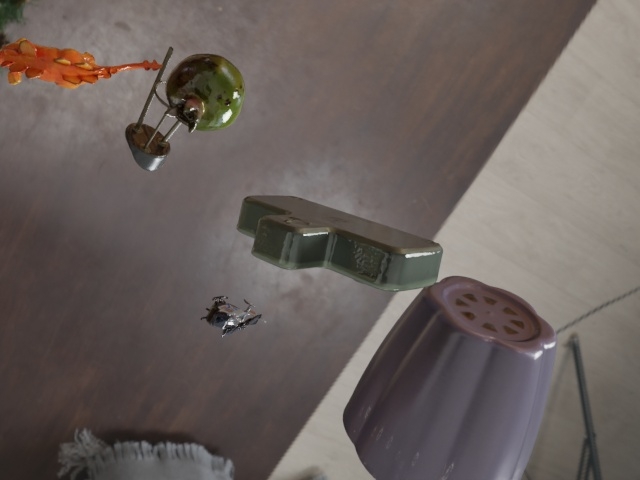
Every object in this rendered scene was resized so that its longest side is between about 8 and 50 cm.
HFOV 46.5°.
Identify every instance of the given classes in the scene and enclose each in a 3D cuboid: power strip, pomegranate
[{"bbox_3d":[0.000,0.001,0.929,0.194,0.265,0.059,-3,110,-53],"label":"power strip"},{"bbox_3d":[-0.195,-0.225,1.191,0.159,0.129,0.129,-47,126,-32],"label":"pomegranate"}]

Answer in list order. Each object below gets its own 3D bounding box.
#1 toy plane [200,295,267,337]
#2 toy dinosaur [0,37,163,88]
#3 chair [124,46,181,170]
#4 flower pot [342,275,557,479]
[{"bbox_3d":[-0.172,0.150,1.466,0.078,0.197,0.053,33,99,17],"label":"toy plane"},{"bbox_3d":[-0.381,-0.256,1.094,0.289,0.117,0.070,2,104,-10],"label":"toy dinosaur"},{"bbox_3d":[-0.288,-0.236,1.363,0.095,0.104,0.221,44,122,11],"label":"chair"},{"bbox_3d":[0.194,0.193,1.020,0.265,0.265,0.243,10,116,-23],"label":"flower pot"}]
